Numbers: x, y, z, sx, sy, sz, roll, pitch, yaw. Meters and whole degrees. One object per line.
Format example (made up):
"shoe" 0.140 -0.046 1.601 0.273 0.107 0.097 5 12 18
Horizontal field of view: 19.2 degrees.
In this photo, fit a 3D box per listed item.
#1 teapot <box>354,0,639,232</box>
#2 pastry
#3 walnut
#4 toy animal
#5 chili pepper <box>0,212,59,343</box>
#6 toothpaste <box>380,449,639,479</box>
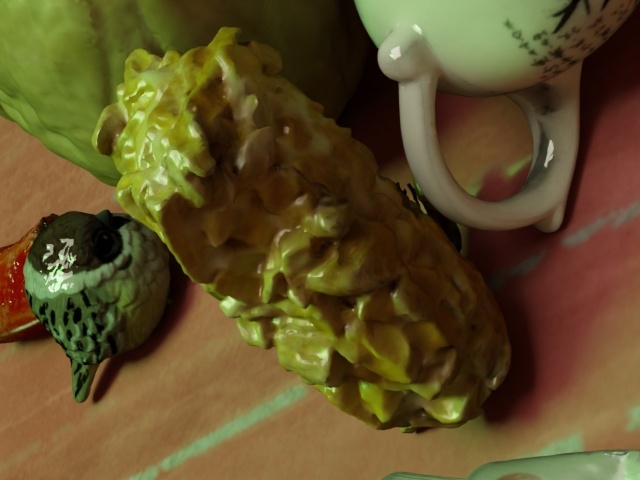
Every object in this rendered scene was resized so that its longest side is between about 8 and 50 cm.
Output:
"teapot" 0.103 -0.153 0.975 0.208 0.166 0.299 10 89 46
"pastry" 0.000 0.000 0.957 0.102 0.250 0.154 -39 30 17
"walnut" -0.097 -0.160 1.099 0.277 0.313 0.252 31 79 25
"toy animal" -0.158 0.041 1.243 0.137 0.098 0.098 -60 37 13
"chili pepper" -0.212 0.031 1.341 0.123 0.073 0.070 -22 15 43
"toothpaste" 0.132 0.147 0.856 0.282 0.068 0.099 5 104 46
